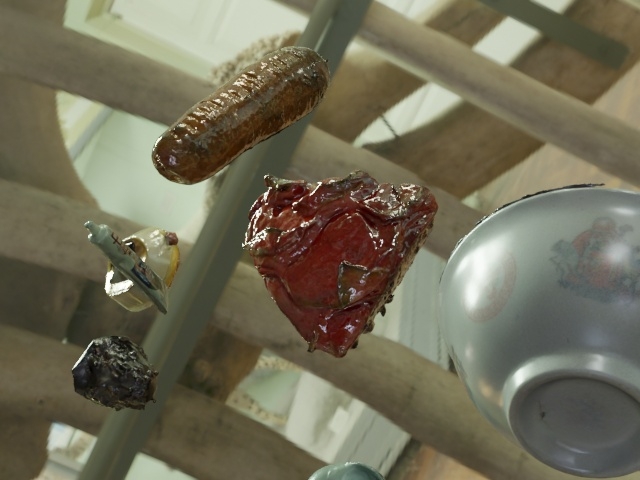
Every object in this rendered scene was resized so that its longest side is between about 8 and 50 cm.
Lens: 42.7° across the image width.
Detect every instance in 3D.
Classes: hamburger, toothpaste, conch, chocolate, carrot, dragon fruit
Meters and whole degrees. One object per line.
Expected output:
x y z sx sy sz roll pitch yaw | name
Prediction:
-0.367 0.058 1.707 0.210 0.116 0.173 -20 63 49 | hamburger
-0.318 0.040 1.366 0.038 0.233 0.060 -18 47 17 | toothpaste
0.058 0.458 1.361 0.221 0.121 0.185 27 108 51 | conch
-0.369 0.265 1.561 0.133 0.156 0.156 14 77 46 | chocolate
-0.061 -0.101 0.643 0.186 0.060 0.060 -39 -9 -37 | carrot
0.003 -0.006 1.427 0.286 0.329 0.228 -47 -12 -42 | dragon fruit

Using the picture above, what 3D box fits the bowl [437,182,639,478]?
0.269 0.130 0.815 0.345 0.345 0.157 -58 2 40 | bowl
